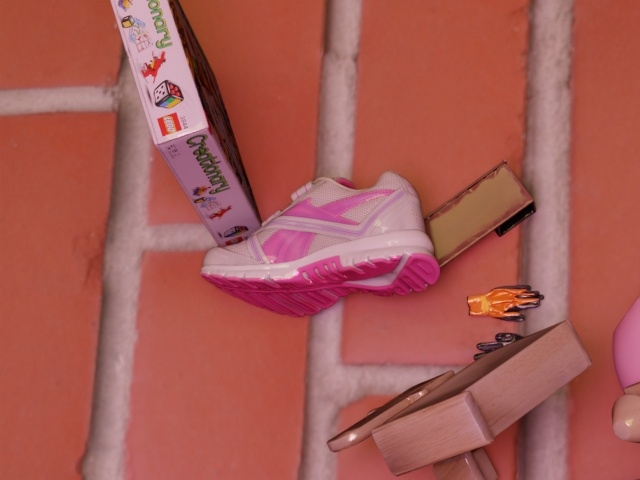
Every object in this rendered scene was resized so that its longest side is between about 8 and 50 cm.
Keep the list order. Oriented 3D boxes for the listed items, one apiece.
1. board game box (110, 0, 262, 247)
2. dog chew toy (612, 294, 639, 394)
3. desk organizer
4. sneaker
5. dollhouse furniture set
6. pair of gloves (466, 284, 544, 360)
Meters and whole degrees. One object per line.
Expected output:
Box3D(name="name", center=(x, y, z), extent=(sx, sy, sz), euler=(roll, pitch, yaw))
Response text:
Box3D(name="board game box", center=(-0.125, -0.127, 1.602), extent=(0.053, 0.305, 0.193), euler=(-19, 71, 1))
Box3D(name="dog chew toy", center=(0.422, 0.134, 1.480), extent=(0.332, 0.206, 0.206), euler=(36, 83, 11))
Box3D(name="desk organizer", center=(0.143, -0.016, 1.654), extent=(0.130, 0.047, 0.050), euler=(-35, 73, -1))
Box3D(name="sneaker", center=(0.000, 0.000, 1.635), extent=(0.252, 0.103, 0.111), euler=(-9, 63, 26))
Box3D(name="dollhouse furniture set", center=(0.200, 0.274, 1.454), extent=(0.303, 0.174, 0.355), euler=(-27, 90, 46))
Box3D(name="pair of gloves", center=(0.181, 0.084, 1.635), extent=(0.074, 0.010, 0.083), euler=(-8, 75, 7))
